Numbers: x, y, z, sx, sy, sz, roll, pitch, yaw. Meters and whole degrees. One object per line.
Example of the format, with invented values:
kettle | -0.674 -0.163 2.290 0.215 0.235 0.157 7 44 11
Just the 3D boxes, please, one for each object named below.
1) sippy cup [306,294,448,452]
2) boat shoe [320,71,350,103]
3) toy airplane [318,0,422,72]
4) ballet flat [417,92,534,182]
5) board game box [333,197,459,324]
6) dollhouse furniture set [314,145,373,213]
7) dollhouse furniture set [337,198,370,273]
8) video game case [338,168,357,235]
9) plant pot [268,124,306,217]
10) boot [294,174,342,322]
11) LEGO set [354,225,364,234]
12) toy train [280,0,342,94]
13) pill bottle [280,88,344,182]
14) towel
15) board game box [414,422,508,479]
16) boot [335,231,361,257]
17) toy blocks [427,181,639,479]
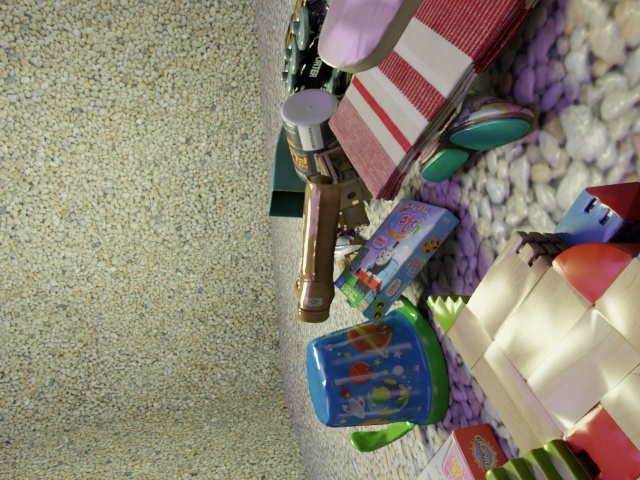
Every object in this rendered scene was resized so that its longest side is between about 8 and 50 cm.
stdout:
sippy cup | 0.094 0.261 0.852 0.240 0.224 0.305 119 141 -68
boat shoe | 0.028 -0.390 1.125 0.219 0.078 0.070 109 153 -57
toy airplane | 0.106 -0.354 0.263 0.385 0.273 0.385 -13 71 55
ballet flat | 0.198 -0.148 0.584 0.221 0.077 0.079 138 144 -74
board game box | 0.122 0.026 0.747 0.211 0.039 0.160 -51 19 0
dollhouse furniture set | 0.087 -0.112 0.978 0.183 0.129 0.129 65 -176 -49
dollhouse furniture set | 0.092 -0.007 0.941 0.182 0.101 0.160 173 76 -76
video game case | 0.049 -0.143 1.226 0.232 0.042 0.210 99 158 -47
plant pot | -0.061 -0.204 1.238 0.165 0.166 0.234 115 156 -65
boot | 0.000 0.000 0.875 0.236 0.089 0.269 -107 20 -73
LEGO set | 0.095 -0.044 1.126 0.083 0.024 0.054 97 160 -44
toy train | -0.009 -0.444 0.927 0.334 0.143 0.190 139 129 -74
pill bottle | -0.006 -0.220 1.024 0.245 0.131 0.130 75 178 -53
towel | 0.133 -0.244 0.600 0.328 0.037 0.237 -56 37 30
board game box | 0.242 0.475 0.685 0.316 0.064 0.242 98 160 -45
boot | 0.029 -0.005 1.181 0.190 0.069 0.086 -8 118 55
toy blocks | 0.253 0.091 0.307 0.381 0.191 0.260 -113 33 -48
